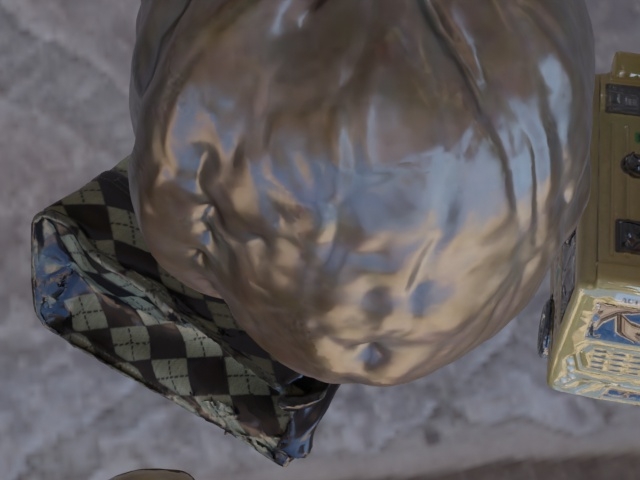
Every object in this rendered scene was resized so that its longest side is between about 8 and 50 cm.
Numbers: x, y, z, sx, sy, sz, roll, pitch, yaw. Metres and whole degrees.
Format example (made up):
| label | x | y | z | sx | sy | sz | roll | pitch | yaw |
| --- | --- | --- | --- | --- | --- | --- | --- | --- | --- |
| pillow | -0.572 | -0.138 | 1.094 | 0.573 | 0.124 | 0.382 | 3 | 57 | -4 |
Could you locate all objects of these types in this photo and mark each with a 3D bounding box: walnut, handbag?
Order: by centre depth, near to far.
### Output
| label | x | y | z | sx | sy | sz | roll | pitch | yaw |
| --- | --- | --- | --- | --- | --- | --- | --- | --- | --- |
| walnut | 0.015 | -0.052 | 0.808 | 0.224 | 0.224 | 0.224 | -6 | 134 | -7 |
| handbag | 0.000 | 0.000 | 1.716 | 0.416 | 0.316 | 0.180 | -33 | 139 | -33 |

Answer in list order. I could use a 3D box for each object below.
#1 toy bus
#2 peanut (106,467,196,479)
| label | x | y | z | sx | sy | sz | roll | pitch | yaw |
| --- | --- | --- | --- | --- | --- | --- | --- | --- | --- |
| toy bus | 0.325 | -0.014 | 2.008 | 0.176 | 0.365 | 0.202 | 7 | 135 | 0 |
| peanut | -0.111 | 0.189 | 0.900 | 0.120 | 0.110 | 0.236 | -18 | 147 | -50 |
